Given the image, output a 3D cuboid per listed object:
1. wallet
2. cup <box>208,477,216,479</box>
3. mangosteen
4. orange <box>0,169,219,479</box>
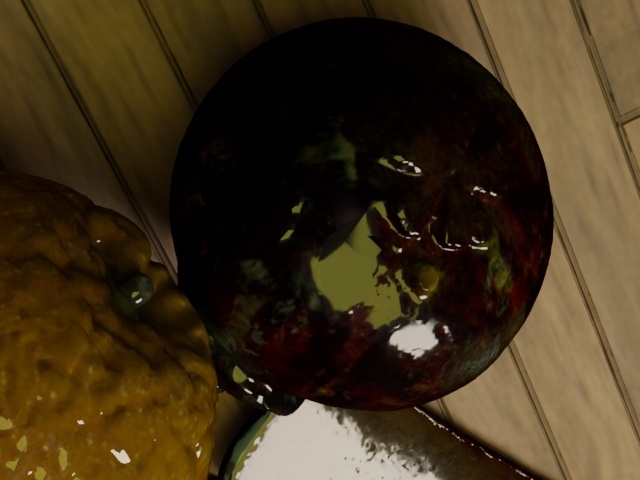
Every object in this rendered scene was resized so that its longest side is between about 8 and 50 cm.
[{"bbox_3d":[0.049,0.179,0.998,0.255,0.031,0.137,34,93,-25],"label":"wallet"},{"bbox_3d":[-0.104,0.344,0.922,0.228,0.257,0.301,-10,115,-6],"label":"cup"},{"bbox_3d":[0.000,0.000,0.850,0.231,0.231,0.289,31,143,-22],"label":"mangosteen"},{"bbox_3d":[-0.224,0.125,0.767,0.357,0.322,0.322,-35,115,12],"label":"orange"}]
